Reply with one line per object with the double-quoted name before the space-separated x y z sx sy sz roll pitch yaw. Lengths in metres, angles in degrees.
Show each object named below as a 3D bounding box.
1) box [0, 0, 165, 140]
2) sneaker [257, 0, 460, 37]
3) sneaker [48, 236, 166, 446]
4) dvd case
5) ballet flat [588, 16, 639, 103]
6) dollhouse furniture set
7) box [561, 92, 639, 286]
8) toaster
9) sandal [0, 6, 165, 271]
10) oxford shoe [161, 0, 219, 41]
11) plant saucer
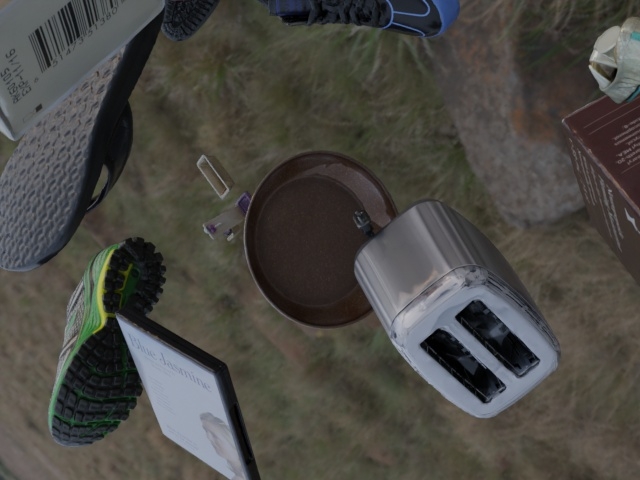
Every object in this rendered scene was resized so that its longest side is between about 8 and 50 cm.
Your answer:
"box" -0.260 -0.223 0.533 0.311 0.148 0.121 38 161 7
"sneaker" 0.012 -0.233 0.827 0.232 0.090 0.081 24 150 17
"sneaker" -0.356 0.167 1.414 0.134 0.343 0.146 30 155 -33
"dvd case" -0.165 0.208 1.111 0.180 0.022 0.253 24 141 33
"ballet flat" 0.235 -0.144 0.669 0.052 0.057 0.168 21 -177 6
"dollhouse furniture set" -0.163 -0.053 1.244 0.114 0.081 0.091 54 144 4
"box" 0.350 -0.039 0.782 0.168 0.167 0.203 56 -171 -44
"toaster" 0.129 0.063 0.832 0.227 0.129 0.146 44 -168 -30
"sandal" -0.318 -0.146 1.211 0.168 0.445 0.107 32 -173 36
"oxford shoe" -0.179 -0.415 1.358 0.083 0.227 0.096 28 -169 -7
"plant saucer" 0.000 0.000 0.971 0.198 0.198 0.036 52 155 -14
